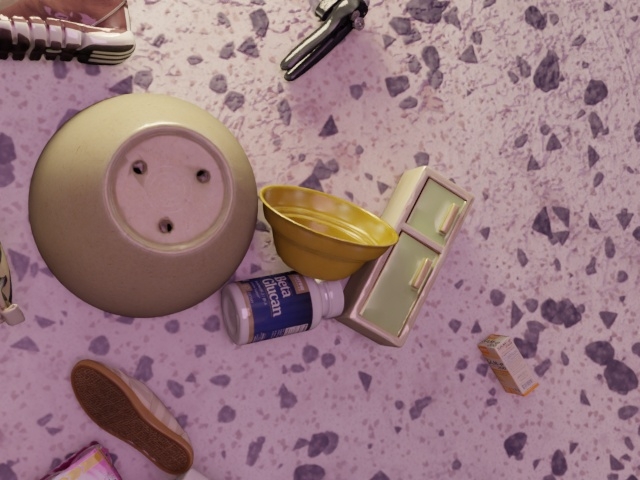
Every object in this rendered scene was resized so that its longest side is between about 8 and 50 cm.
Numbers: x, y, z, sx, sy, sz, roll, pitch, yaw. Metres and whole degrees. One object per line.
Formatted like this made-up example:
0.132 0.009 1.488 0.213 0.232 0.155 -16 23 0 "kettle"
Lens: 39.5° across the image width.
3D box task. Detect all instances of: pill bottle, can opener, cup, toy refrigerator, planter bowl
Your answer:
-0.055 0.095 1.332 0.169 0.094 0.094 -10 90 -23 "pill bottle"
0.006 -0.320 1.406 0.186 0.073 0.059 -51 141 -11 "can opener"
-0.222 -0.058 1.212 0.331 0.237 0.331 1 86 -19 "cup"
0.131 0.025 1.401 0.102 0.094 0.269 31 77 -14 "toy refrigerator"
0.000 0.000 1.323 0.217 0.217 0.090 14 109 -17 "planter bowl"

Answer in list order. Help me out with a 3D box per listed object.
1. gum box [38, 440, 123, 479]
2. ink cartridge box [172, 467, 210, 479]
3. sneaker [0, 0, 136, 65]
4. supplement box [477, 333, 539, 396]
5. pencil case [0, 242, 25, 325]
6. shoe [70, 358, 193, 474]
-0.354 0.375 1.234 0.188 0.062 0.107 -35 98 -17 "gum box"
-0.136 0.480 1.221 0.278 0.117 0.201 37 53 -4 "ink cartridge box"
-0.402 -0.341 1.248 0.281 0.106 0.162 2 81 -29 "sneaker"
0.308 0.205 1.467 0.036 0.062 0.098 -34 97 -16 "supplement box"
-0.593 0.056 1.118 0.410 0.160 0.183 -7 73 -19 "pencil case"
-0.267 0.248 1.280 0.219 0.058 0.076 45 106 -7 "shoe"
